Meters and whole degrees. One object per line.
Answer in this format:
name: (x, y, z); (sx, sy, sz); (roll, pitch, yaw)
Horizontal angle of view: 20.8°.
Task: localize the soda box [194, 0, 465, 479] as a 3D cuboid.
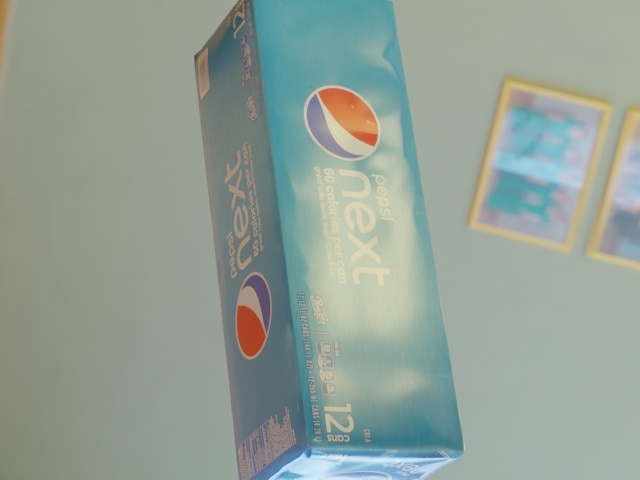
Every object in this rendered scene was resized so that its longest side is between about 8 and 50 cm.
soda box: (0.000, 0.000, 0.728); (0.067, 0.071, 0.210); (-43, -132, 54)
